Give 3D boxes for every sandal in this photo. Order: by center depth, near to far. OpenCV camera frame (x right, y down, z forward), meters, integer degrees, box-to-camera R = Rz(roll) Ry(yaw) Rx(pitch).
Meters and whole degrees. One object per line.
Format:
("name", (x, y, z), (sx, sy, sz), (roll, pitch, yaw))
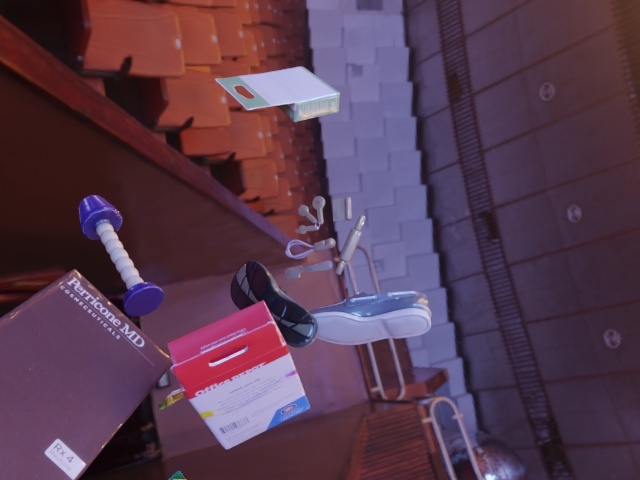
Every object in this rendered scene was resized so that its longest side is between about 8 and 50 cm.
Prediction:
("sandal", (-0.119, 0.167, 1.462), (0.303, 0.120, 0.086), (41, -1, 30))

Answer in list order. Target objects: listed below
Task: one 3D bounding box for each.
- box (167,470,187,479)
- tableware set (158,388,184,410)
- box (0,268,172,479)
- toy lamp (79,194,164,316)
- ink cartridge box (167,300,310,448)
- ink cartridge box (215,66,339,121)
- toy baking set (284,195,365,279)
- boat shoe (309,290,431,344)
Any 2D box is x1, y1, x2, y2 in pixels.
("box", (-0.289, 0.561, 1.159), (0.105, 0.043, 0.179), (-47, -131, 8))
("tableware set", (-0.338, 0.395, 1.499), (0.104, 0.154, 0.024), (-44, -110, 37))
("box", (-0.345, 0.207, 0.642), (0.143, 0.191, 0.381), (-43, -173, 23))
("toy lamp", (-0.369, 0.017, 1.059), (0.274, 0.080, 0.080), (49, -35, 31))
("ink cartridge box", (-0.105, 0.168, 0.756), (0.231, 0.134, 0.078), (77, -15, -48))
("ink cartridge box", (-0.098, -0.331, 1.334), (0.171, 0.235, 0.056), (47, -35, 39))
("toy baking set", (0.006, 0.001, 1.520), (0.197, 0.030, 0.256), (20, -89, 31))
("boat shoe", (0.111, 0.180, 1.424), (0.099, 0.320, 0.116), (-76, 151, -45))
